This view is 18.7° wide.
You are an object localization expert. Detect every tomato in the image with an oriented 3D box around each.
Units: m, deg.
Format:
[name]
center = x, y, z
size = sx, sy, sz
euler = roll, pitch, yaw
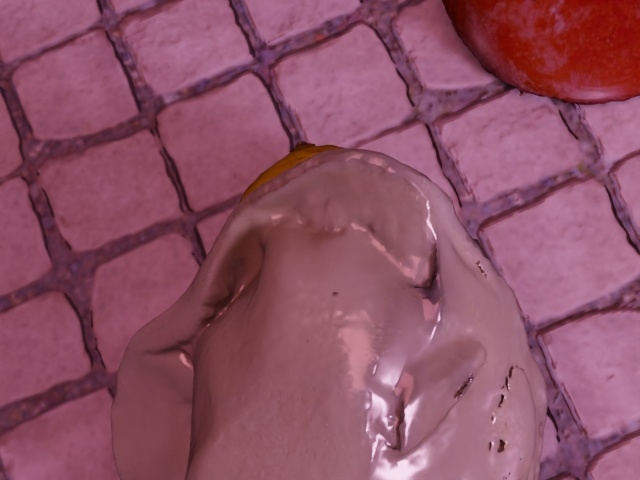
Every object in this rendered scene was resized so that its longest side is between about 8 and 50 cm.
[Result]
[tomato]
center = 0.160, -0.185, 1.224
size = 0.173, 0.099, 0.189
euler = -32, 65, -5

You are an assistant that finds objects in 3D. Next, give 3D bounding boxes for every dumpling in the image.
[dumpling]
center = -0.001, 0.103, 1.089
size = 0.243, 0.187, 0.318
euler = 2, 99, 31

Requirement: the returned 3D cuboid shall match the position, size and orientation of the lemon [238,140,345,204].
[lemon]
center = 0.000, 0.000, 1.171
size = 0.109, 0.109, 0.133
euler = -17, 63, 4
